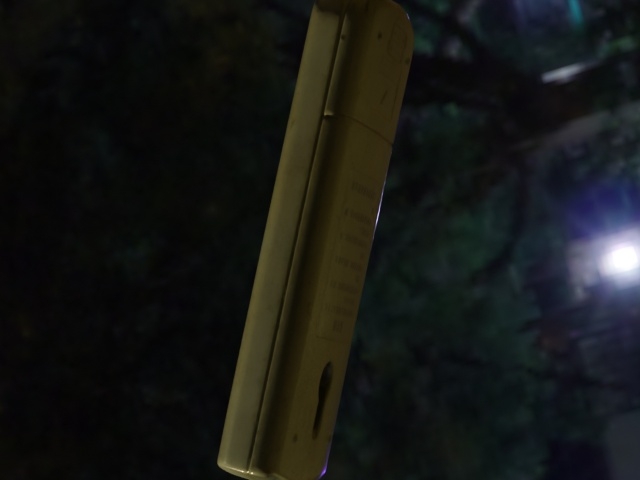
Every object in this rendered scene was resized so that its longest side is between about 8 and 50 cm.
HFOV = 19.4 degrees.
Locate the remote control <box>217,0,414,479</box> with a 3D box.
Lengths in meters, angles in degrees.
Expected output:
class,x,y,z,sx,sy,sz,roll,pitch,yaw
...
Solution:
class,x,y,z,sx,sy,sz,roll,pitch,yaw
remote control,0.000,0.000,0.881,0.098,0.038,0.233,20,-100,-73
